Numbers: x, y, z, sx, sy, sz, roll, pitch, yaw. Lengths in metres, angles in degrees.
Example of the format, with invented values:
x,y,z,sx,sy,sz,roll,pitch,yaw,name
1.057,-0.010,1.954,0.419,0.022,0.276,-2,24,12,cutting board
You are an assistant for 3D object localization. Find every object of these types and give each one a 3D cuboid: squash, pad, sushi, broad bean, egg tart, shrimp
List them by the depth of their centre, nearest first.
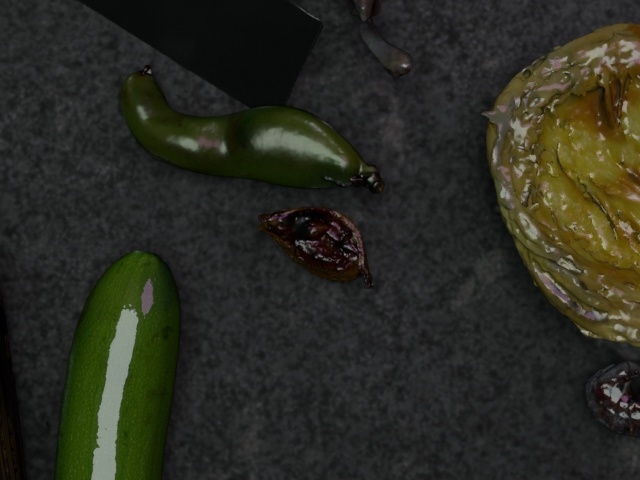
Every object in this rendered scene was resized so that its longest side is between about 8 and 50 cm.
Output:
x,y,z,sx,sy,sz,roll,pitch,yaw,name
-0.154,0.152,1.285,0.082,0.082,0.293,7,88,1,squash
0.229,-0.038,1.287,0.252,0.098,0.232,31,82,-2,egg tart
-0.096,-0.173,1.296,0.193,0.116,0.004,32,49,1,pad
0.279,0.103,1.296,0.165,0.056,0.065,-21,81,-3,shrimp
0.000,0.000,1.308,0.099,0.047,0.050,21,85,0,sushi
-0.053,-0.074,1.312,0.213,0.048,0.070,18,89,4,broad bean

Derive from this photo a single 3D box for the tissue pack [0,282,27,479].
x,y,z,sx,sy,sz,roll,pitch,yaw,name
-0.312,0.193,1.225,0.198,0.210,0.370,-8,88,-3,tissue pack

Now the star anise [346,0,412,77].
x,y,z,sx,sy,sz,roll,pitch,yaw,name
0.025,-0.236,1.298,0.209,0.089,0.231,8,82,13,star anise
